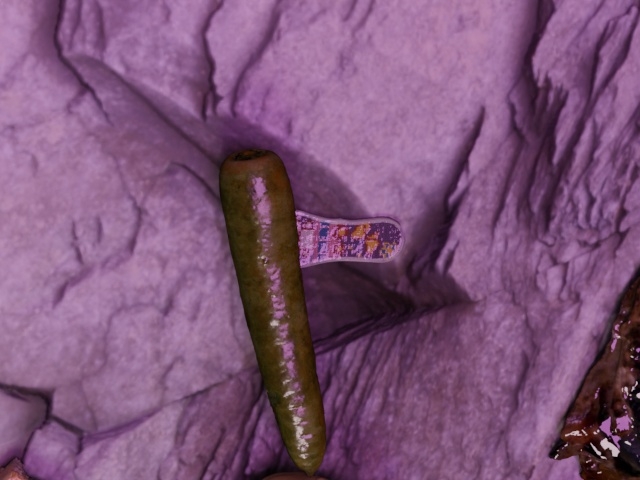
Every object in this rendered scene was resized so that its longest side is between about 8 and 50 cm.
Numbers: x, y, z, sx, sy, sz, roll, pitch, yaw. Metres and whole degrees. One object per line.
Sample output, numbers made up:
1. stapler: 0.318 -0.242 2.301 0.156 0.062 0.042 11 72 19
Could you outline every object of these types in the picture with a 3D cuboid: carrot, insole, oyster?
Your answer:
1. carrot: -0.041 0.081 1.079 0.074 0.074 0.358 -15 106 -15
2. insole: 0.000 0.000 1.118 0.197 0.004 0.065 2 102 -19
3. oyster: 0.441 0.174 1.264 0.221 0.096 0.361 21 98 -28

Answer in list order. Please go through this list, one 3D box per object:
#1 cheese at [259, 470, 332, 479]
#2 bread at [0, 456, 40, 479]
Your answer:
1. cheese: -0.027 0.371 1.144 0.214 0.117 0.226 29 98 -26
2. bread: -0.306 0.272 1.065 0.083 0.035 0.070 42 87 -16
